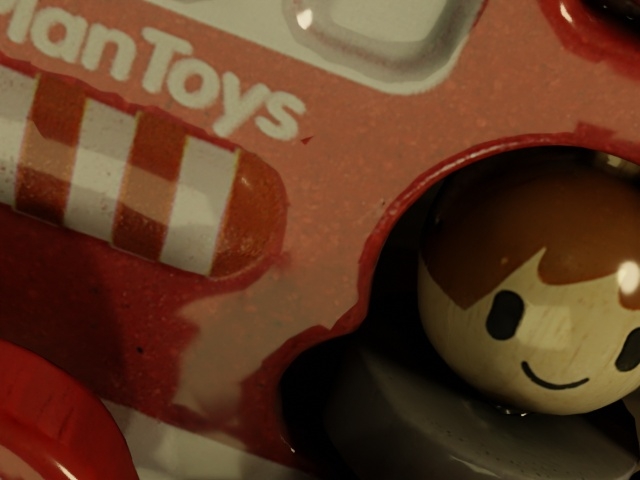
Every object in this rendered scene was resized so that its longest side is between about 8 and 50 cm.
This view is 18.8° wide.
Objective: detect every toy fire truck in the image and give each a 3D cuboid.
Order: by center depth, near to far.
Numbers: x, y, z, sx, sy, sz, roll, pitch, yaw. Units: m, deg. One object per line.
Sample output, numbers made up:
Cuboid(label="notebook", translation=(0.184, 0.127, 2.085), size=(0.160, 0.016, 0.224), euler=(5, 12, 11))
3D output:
Cuboid(label="toy fire truck", translation=(0.000, 0.000, 0.494), size=(0.302, 0.169, 0.254), euler=(20, 119, -5))
